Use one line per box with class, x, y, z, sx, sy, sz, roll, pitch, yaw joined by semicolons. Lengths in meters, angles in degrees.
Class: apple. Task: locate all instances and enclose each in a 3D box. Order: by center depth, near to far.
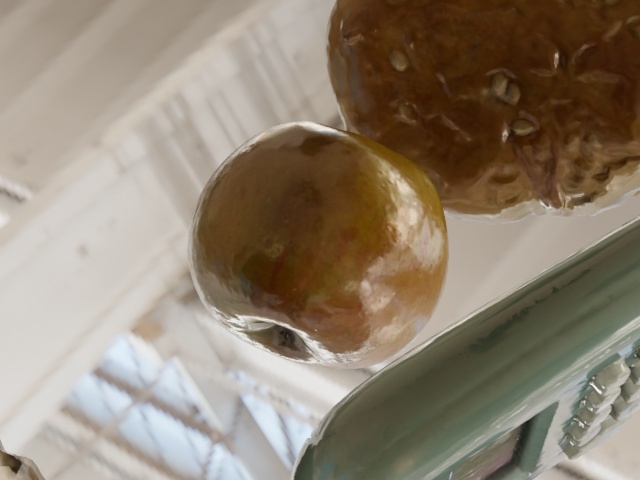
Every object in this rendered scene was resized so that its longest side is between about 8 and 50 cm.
apple;0.000;0.000;1.312;0.182;0.182;0.155;9;-115;39

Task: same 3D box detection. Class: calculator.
calculator;0.078;0.045;0.656;0.295;0.184;0.042;-32;-105;-7

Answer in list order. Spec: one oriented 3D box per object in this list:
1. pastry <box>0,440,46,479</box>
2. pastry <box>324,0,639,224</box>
pastry;-0.338;0.187;1.073;0.410;0.245;0.409;8;-124;-12
pastry;0.168;-0.157;1.529;0.316;0.284;0.184;-16;-167;21
